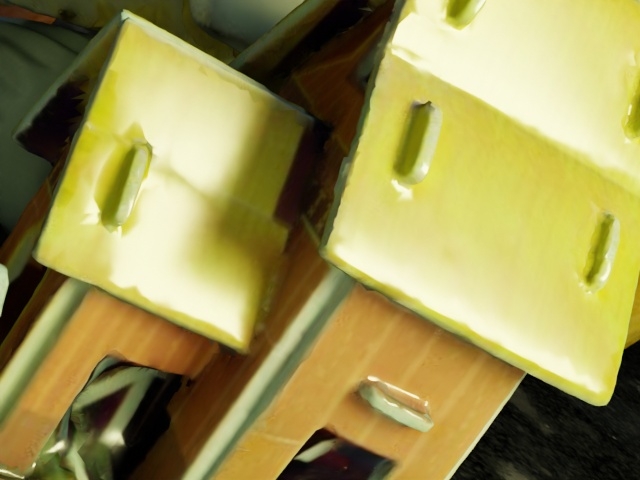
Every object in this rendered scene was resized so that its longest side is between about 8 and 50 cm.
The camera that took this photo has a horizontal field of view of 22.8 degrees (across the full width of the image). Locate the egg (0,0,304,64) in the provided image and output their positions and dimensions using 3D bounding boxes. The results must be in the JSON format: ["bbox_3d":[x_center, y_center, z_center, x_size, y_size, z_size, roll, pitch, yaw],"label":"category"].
[{"bbox_3d":[-0.064,-0.185,0.890,0.206,0.162,0.271,14,4,-39],"label":"egg"}]

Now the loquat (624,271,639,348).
[{"bbox_3d":[0.236,-0.003,1.462,0.213,0.213,0.213,32,15,-10],"label":"loquat"}]

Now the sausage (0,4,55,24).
[{"bbox_3d":[-0.303,-0.214,1.111,0.259,0.113,0.113,25,17,-29],"label":"sausage"}]

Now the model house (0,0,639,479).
[{"bbox_3d":[-0.018,-0.034,0.741,0.300,0.323,0.340,28,16,-26],"label":"model house"}]

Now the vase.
[{"bbox_3d":[-0.164,-0.072,0.958,0.128,0.128,0.248,24,9,-36],"label":"vase"}]
